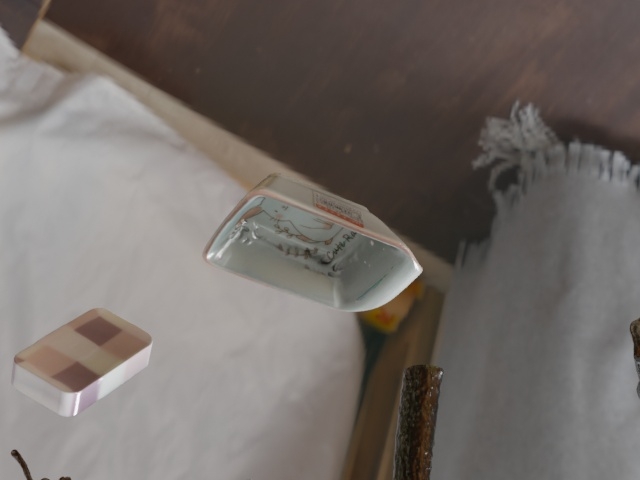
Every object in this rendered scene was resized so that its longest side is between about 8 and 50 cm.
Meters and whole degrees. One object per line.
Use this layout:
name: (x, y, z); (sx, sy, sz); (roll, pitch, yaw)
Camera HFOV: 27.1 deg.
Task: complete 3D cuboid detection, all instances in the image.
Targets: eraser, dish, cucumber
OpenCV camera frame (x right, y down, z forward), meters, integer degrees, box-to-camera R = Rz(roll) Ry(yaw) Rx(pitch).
eraser: (-0.184, 0.093, 1.030); (0.065, 0.105, 0.026); (29, 124, 19)
dish: (0.000, 0.000, 1.480); (0.234, 0.064, 0.154); (22, 140, -19)
cucumber: (0.126, 0.266, 1.734); (0.058, 0.215, 0.052); (-22, 138, 41)

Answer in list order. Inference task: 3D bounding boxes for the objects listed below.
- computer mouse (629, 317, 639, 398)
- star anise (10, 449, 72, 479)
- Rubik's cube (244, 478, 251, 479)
computer mouse: (0.386, 0.173, 1.341); (0.088, 0.147, 0.264); (-34, 130, 26)
star anise: (-0.453, 0.427, 2.132); (0.233, 0.177, 0.073); (15, 125, 23)
Rubik's cube: (-0.103, 0.345, 1.621); (0.075, 0.084, 0.073); (-9, 122, 47)
